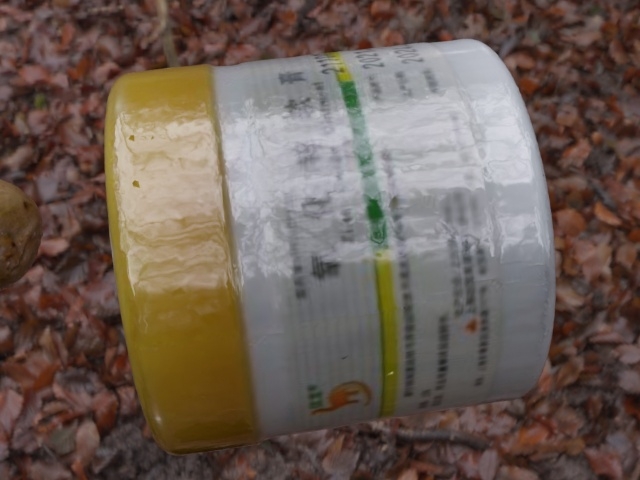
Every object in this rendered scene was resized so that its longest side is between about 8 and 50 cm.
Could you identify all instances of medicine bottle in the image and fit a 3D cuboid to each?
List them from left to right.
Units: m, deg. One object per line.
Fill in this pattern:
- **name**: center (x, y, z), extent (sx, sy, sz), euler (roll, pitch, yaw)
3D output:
- **medicine bottle**: center (0.000, 0.000, 0.530), extent (0.231, 0.238, 0.238), euler (-8, 51, -4)

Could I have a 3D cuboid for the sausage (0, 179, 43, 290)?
- **sausage**: center (-0.499, 0.036, 0.737), extent (0.500, 0.123, 0.136), euler (-13, 19, -8)
